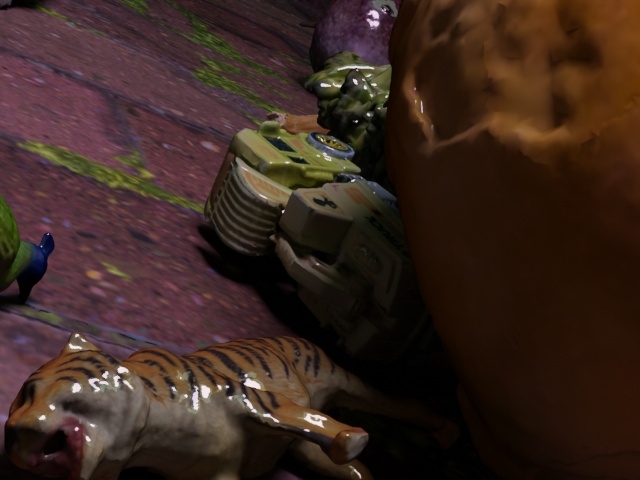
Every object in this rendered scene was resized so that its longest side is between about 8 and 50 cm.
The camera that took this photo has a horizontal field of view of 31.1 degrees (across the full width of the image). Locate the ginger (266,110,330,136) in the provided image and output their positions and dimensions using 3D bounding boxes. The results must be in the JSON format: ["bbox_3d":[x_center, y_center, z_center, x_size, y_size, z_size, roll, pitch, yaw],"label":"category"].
[{"bbox_3d":[0.083,-0.138,1.028,0.131,0.294,0.086,47,27,-45],"label":"ginger"}]

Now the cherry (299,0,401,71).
[{"bbox_3d":[0.075,-0.255,1.573,0.195,0.195,0.195,26,14,-7],"label":"cherry"}]

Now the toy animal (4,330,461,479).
[{"bbox_3d":[-0.020,0.070,0.460,0.099,0.057,0.241,34,16,24],"label":"toy animal"}]

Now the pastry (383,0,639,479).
[{"bbox_3d":[0.199,-0.027,0.579,0.409,0.245,0.409,40,41,-47],"label":"pastry"}]

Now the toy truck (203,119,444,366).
[{"bbox_3d":[0.000,0.000,0.701,0.116,0.085,0.191,6,27,-44],"label":"toy truck"}]

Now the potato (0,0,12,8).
[{"bbox_3d":[-0.418,-0.387,1.139,0.296,0.290,0.397,3,46,21],"label":"potato"}]

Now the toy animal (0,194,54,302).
[{"bbox_3d":[-0.160,-0.014,0.419,0.041,0.075,0.217,-3,-27,20],"label":"toy animal"}]

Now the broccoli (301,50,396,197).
[{"bbox_3d":[0.141,-0.096,0.906,0.288,0.245,0.248,40,-5,3],"label":"broccoli"}]
